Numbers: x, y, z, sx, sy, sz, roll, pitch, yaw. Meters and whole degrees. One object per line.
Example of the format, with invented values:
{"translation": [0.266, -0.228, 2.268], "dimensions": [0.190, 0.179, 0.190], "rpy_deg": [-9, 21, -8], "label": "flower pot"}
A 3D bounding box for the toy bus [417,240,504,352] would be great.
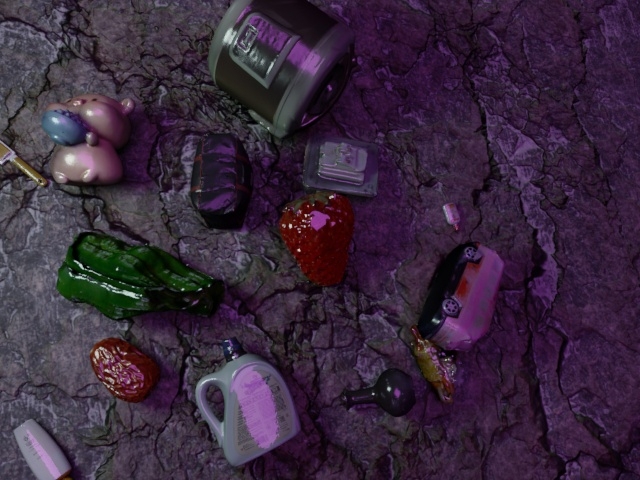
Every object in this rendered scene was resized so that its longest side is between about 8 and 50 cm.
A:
{"translation": [0.371, 0.145, 1.351], "dimensions": [0.147, 0.127, 0.303], "rpy_deg": [29, 58, 1], "label": "toy bus"}

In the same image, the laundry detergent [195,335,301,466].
{"translation": [-0.187, 0.377, 1.266], "dimensions": [0.215, 0.105, 0.280], "rpy_deg": [-25, 85, -11], "label": "laundry detergent"}

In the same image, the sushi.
{"translation": [0.308, 0.316, 1.357], "dimensions": [0.103, 0.097, 0.226], "rpy_deg": [-27, 83, -13], "label": "sushi"}

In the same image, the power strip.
{"translation": [0.062, -0.221, 1.423], "dimensions": [0.213, 0.064, 0.198], "rpy_deg": [8, 58, -7], "label": "power strip"}

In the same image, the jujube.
{"translation": [-0.470, 0.307, 1.243], "dimensions": [0.176, 0.109, 0.112], "rpy_deg": [35, 39, 8], "label": "jujube"}

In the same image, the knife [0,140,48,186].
{"translation": [-0.813, -0.218, 1.340], "dimensions": [0.256, 0.022, 0.046], "rpy_deg": [39, 79, 1], "label": "knife"}

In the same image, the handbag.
{"translation": [-0.250, -0.145, 1.334], "dimensions": [0.155, 0.169, 0.215], "rpy_deg": [2, 75, -5], "label": "handbag"}

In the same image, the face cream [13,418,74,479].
{"translation": [-0.637, 0.500, 1.199], "dimensions": [0.072, 0.051, 0.182], "rpy_deg": [-36, 85, -15], "label": "face cream"}

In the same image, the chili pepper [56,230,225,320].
{"translation": [-0.433, 0.113, 1.252], "dimensions": [0.385, 0.213, 0.167], "rpy_deg": [16, 118, -1], "label": "chili pepper"}

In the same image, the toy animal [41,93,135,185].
{"translation": [-0.574, -0.244, 1.301], "dimensions": [0.210, 0.229, 0.221], "rpy_deg": [0, 119, 10], "label": "toy animal"}

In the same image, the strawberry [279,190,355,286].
{"translation": [0.000, 0.000, 1.354], "dimensions": [0.205, 0.205, 0.244], "rpy_deg": [-14, 104, -11], "label": "strawberry"}

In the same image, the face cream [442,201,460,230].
{"translation": [0.379, -0.068, 1.489], "dimensions": [0.040, 0.021, 0.083], "rpy_deg": [-16, 82, -11], "label": "face cream"}

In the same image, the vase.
{"translation": [0.146, 0.390, 1.318], "dimensions": [0.183, 0.120, 0.120], "rpy_deg": [-8, 79, 5], "label": "vase"}

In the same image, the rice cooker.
{"translation": [-0.090, -0.458, 1.350], "dimensions": [0.325, 0.335, 0.335], "rpy_deg": [36, 75, -1], "label": "rice cooker"}
